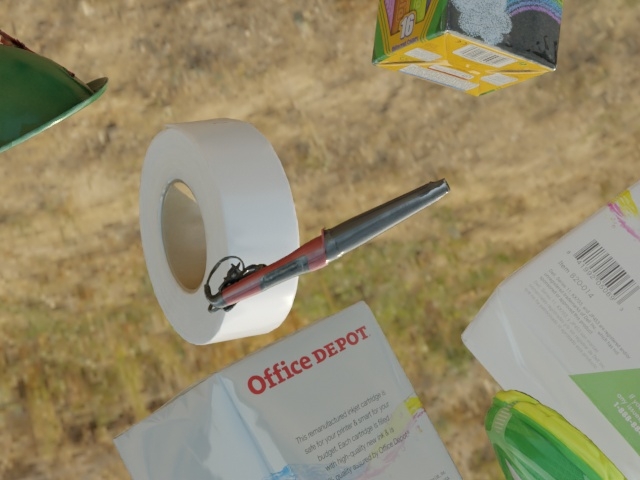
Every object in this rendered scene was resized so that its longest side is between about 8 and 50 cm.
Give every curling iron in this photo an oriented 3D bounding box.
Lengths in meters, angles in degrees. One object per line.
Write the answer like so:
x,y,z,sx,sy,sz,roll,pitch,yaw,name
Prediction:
0.000,0.000,1.425,0.274,0.068,0.035,-26,124,19,curling iron

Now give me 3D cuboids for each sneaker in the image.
0.171,0.242,1.024,0.123,0.109,0.296,-26,109,-16,sneaker

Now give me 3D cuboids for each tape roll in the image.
-0.135,-0.013,1.893,0.100,0.286,0.286,-9,142,-27,tape roll

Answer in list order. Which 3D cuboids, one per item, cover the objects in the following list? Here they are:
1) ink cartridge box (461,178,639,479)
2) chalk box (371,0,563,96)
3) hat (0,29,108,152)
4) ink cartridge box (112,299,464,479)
0.326,0.046,1.284,0.353,0.207,0.119,-34,164,-23,ink cartridge box
0.196,-0.356,1.878,0.180,0.289,0.179,15,166,-27,chalk box
-0.340,-0.194,1.490,0.208,0.183,0.173,-11,-158,48,hat
-0.009,0.149,0.857,0.128,0.176,0.127,-22,172,-44,ink cartridge box
